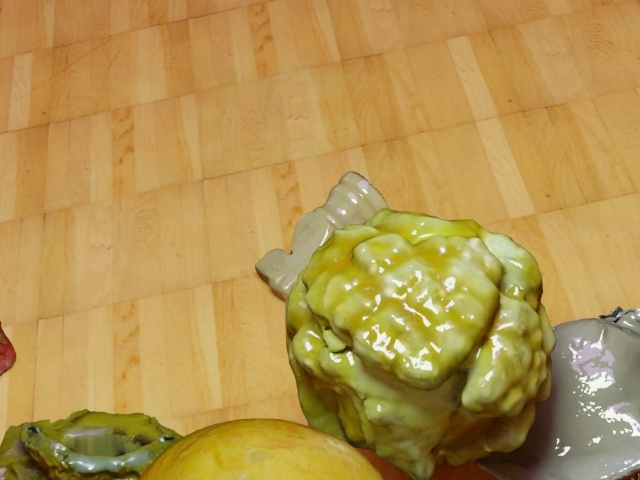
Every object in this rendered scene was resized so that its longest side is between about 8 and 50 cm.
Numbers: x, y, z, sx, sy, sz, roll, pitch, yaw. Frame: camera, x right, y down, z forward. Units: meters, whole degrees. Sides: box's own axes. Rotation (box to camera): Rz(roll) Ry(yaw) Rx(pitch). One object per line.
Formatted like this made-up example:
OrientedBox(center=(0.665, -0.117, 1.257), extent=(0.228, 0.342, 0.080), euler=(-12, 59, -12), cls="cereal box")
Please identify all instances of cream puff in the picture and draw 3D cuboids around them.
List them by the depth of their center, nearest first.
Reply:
OrientedBox(center=(-0.263, 0.281, 1.682), extent=(0.282, 0.185, 0.282), euler=(-8, 42, 7), cls="cream puff")

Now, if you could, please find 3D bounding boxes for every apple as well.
OrientedBox(center=(-0.060, 0.328, 1.499), extent=(0.275, 0.299, 0.299), euler=(17, 23, -35), cls="apple")

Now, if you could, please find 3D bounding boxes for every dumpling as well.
OrientedBox(center=(0.312, 0.197, 1.658), extent=(0.293, 0.163, 0.204), euler=(-35, 60, -13), cls="dumpling")

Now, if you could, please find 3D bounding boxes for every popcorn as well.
OrientedBox(center=(0.091, 0.106, 1.587), extent=(0.335, 0.279, 0.274), euler=(12, 71, 39), cls="popcorn")

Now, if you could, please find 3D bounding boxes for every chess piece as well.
OrientedBox(center=(0.000, 0.000, 2.045), extent=(0.200, 0.090, 0.090), euler=(-43, 47, -17), cls="chess piece")

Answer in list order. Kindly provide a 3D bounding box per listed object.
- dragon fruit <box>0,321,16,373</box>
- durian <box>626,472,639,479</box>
OrientedBox(center=(-0.568, 0.150, 1.967), extent=(0.262, 0.134, 0.211), euler=(5, 45, 21), cls="dragon fruit")
OrientedBox(center=(0.375, 0.300, 1.527), extent=(0.168, 0.137, 0.158), euler=(-13, 17, -14), cls="durian")
